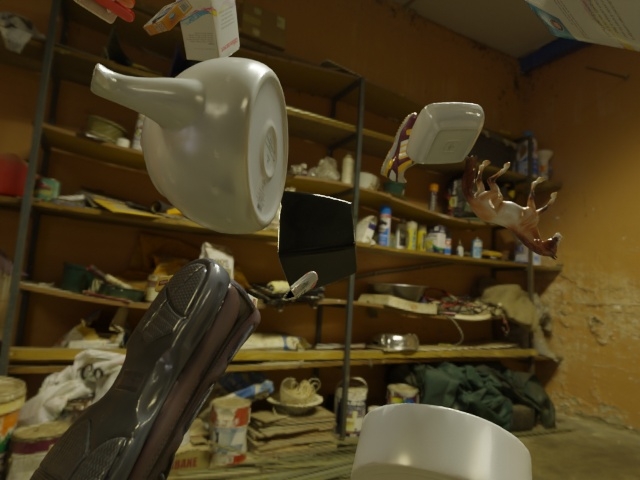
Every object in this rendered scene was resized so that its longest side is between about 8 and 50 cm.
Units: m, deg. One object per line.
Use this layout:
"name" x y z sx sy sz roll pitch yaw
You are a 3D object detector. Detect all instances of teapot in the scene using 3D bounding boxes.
"teapot" -0.157 -0.129 0.592 0.187 0.255 0.252 5 32 9

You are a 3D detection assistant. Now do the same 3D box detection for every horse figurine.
"horse figurine" 0.417 -0.084 0.937 0.264 0.174 0.066 28 -16 3

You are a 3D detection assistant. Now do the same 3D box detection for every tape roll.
"tape roll" 0.199 0.388 0.703 0.287 0.100 0.286 12 -44 12

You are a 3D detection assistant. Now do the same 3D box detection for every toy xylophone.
"toy xylophone" -0.599 -0.750 1.126 0.237 0.081 0.323 23 -27 -20

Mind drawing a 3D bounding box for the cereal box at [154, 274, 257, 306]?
"cereal box" -0.317 0.157 1.195 0.173 0.047 0.240 -11 -31 26

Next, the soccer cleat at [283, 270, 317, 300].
"soccer cleat" -0.037 0.087 0.788 0.083 0.029 0.036 -41 -12 32

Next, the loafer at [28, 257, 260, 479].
"loafer" -0.141 0.160 0.348 0.109 0.302 0.095 -2 -38 44

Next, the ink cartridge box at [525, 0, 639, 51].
"ink cartridge box" 0.423 -0.393 0.551 0.198 0.197 0.270 26 21 -31

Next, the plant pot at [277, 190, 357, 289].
"plant pot" 0.000 0.000 1.003 0.167 0.187 0.187 -5 -34 4

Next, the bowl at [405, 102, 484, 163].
"bowl" 0.260 -0.211 0.867 0.142 0.053 0.142 -4 -37 -13

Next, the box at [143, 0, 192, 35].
"box" -0.364 -0.524 0.992 0.136 0.081 0.028 20 -22 43

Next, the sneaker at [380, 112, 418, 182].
"sneaker" 0.236 -0.247 1.138 0.084 0.185 0.070 27 17 14

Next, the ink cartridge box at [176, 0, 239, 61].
"ink cartridge box" -0.383 -0.796 1.433 0.131 0.305 0.226 8 37 8
